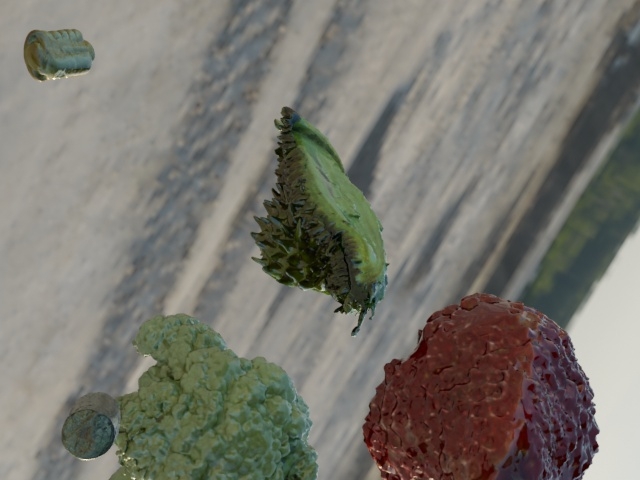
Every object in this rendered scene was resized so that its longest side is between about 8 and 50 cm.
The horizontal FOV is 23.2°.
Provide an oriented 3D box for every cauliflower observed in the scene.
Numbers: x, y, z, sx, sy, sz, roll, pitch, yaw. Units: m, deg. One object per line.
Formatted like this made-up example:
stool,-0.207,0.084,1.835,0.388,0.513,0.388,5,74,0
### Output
cauliflower,-0.131,0.238,1.872,0.260,0.327,0.281,-21,-179,-21

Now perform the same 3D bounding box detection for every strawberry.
strawberry,0.178,0.195,1.544,0.261,0.257,0.261,-12,110,-36

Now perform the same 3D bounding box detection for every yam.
yam,-0.178,0.144,1.218,0.043,0.043,0.094,-58,-173,0

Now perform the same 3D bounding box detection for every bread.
bread,-0.247,-0.174,1.461,0.033,0.049,0.088,-20,-178,28

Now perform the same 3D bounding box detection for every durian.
durian,0.000,-0.006,1.685,0.106,0.132,0.375,-58,-146,31
